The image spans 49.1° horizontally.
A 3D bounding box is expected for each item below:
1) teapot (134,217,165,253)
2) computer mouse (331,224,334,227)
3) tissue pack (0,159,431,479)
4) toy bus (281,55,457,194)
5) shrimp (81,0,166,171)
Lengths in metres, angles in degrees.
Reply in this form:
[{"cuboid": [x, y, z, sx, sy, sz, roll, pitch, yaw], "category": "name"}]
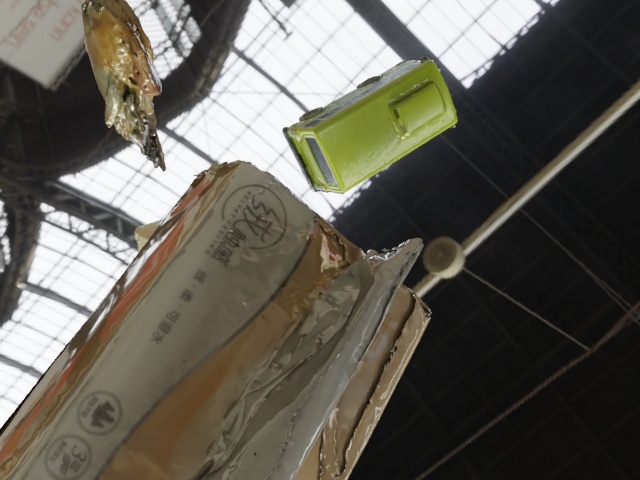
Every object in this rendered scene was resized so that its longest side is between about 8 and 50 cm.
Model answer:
[{"cuboid": [-0.186, 0.080, 0.880, 0.077, 0.107, 0.200, 19, -55, 44], "category": "teapot"}, {"cuboid": [0.001, -0.001, 1.223, 0.096, 0.066, 0.039, -21, -167, 44], "category": "computer mouse"}, {"cuboid": [-0.063, 0.114, 0.497, 0.239, 0.238, 0.305, 9, -123, 44], "category": "tissue pack"}, {"cuboid": [0.089, -0.189, 1.140, 0.262, 0.128, 0.150, -33, -160, -17], "category": "toy bus"}, {"cuboid": [-0.211, -0.150, 0.783, 0.066, 0.262, 0.117, -27, -129, -16], "category": "shrimp"}]
